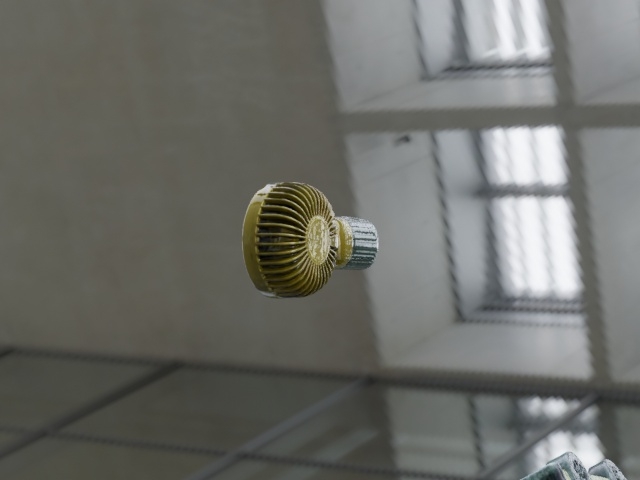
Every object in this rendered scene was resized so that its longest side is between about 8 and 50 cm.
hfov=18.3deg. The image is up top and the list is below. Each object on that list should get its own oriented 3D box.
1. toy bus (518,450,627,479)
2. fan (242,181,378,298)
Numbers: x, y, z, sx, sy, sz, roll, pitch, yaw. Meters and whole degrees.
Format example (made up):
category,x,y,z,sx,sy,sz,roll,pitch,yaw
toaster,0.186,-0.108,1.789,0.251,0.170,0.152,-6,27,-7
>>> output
category,x,y,z,sx,sy,sz,roll,pitch,yaw
toy bus,0.199,0.262,1.565,0.128,0.262,0.150,-32,-111,16
fan,0.000,0.000,1.420,0.039,0.155,0.082,-1,-91,29
